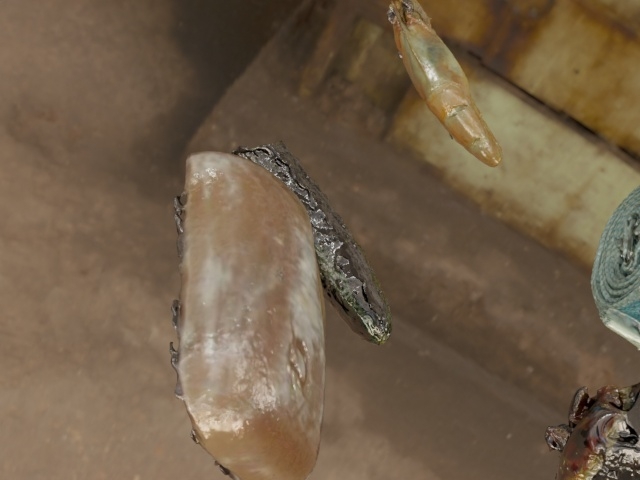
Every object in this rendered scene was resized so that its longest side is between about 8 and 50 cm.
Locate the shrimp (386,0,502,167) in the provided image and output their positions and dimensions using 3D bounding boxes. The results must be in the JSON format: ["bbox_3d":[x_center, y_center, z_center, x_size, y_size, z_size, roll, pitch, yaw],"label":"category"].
[{"bbox_3d":[0.123,-0.160,1.294,0.051,0.115,0.217,-32,69,6],"label":"shrimp"}]

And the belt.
[{"bbox_3d":[0.353,0.013,1.365,0.082,0.147,0.163,30,28,-16],"label":"belt"}]

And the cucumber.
[{"bbox_3d":[0.000,0.000,1.522,0.081,0.072,0.303,-11,58,-48],"label":"cucumber"}]

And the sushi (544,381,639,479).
[{"bbox_3d":[0.480,0.353,2.093,0.213,0.227,0.215,18,58,-9],"label":"sushi"}]

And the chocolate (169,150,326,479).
[{"bbox_3d":[-0.038,0.053,0.954,0.083,0.161,0.261,-16,55,19],"label":"chocolate"}]
